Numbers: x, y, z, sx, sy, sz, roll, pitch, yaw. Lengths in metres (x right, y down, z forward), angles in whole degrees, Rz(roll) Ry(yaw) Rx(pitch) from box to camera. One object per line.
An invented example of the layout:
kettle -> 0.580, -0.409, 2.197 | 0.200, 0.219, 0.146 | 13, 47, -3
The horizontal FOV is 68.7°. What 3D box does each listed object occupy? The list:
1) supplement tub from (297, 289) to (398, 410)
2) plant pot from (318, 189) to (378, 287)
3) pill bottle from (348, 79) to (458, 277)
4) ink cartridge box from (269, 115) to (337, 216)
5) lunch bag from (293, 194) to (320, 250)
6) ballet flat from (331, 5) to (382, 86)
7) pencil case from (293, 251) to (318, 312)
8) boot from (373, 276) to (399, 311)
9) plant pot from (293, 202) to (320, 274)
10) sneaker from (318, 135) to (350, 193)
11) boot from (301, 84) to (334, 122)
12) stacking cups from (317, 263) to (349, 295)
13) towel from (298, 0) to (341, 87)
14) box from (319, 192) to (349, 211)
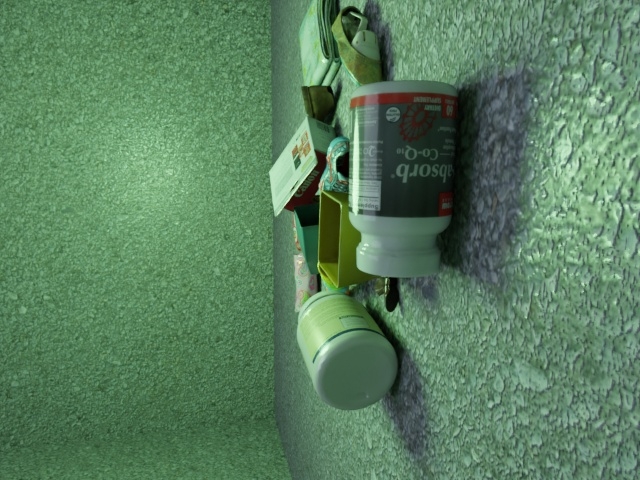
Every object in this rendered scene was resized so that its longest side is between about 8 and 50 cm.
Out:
supplement tub -> 0.062, 0.301, 1.357 | 0.325, 0.236, 0.235 | -125, 35, -66
plant pot -> 0.111, -0.013, 1.219 | 0.212, 0.188, 0.212 | -131, 41, -70
pill bottle -> 0.162, -0.121, 0.946 | 0.210, 0.211, 0.362 | -146, 54, -73
ink cartridge box -> -0.061, -0.259, 1.780 | 0.309, 0.130, 0.271 | -48, 37, 37
lunch bag -> -0.044, -0.054, 1.997 | 0.293, 0.120, 0.257 | 163, 104, -75
ballet flat -> 0.110, -0.564, 1.336 | 0.123, 0.123, 0.348 | 103, 160, -47
pencil case -> -0.059, 0.193, 2.114 | 0.124, 0.124, 0.283 | -165, 73, -76
boot -> 0.176, 0.147, 1.288 | 0.114, 0.037, 0.106 | 144, 136, -70
plant pot -> 0.000, 0.000, 1.763 | 0.165, 0.166, 0.234 | -113, 17, -56
sneaker -> 0.061, -0.211, 1.584 | 0.125, 0.104, 0.261 | -118, 29, -57
boot -> 0.005, -0.499, 1.818 | 0.305, 0.115, 0.112 | 67, -168, -75
stacking cups -> 0.052, 0.145, 1.540 | 0.316, 0.096, 0.095 | 79, -179, -62
towel -> -0.012, -0.756, 1.847 | 0.374, 0.090, 0.320 | 146, 122, -74
box -> 0.080, -0.060, 1.463 | 0.091, 0.130, 0.170 | 107, 157, -51
